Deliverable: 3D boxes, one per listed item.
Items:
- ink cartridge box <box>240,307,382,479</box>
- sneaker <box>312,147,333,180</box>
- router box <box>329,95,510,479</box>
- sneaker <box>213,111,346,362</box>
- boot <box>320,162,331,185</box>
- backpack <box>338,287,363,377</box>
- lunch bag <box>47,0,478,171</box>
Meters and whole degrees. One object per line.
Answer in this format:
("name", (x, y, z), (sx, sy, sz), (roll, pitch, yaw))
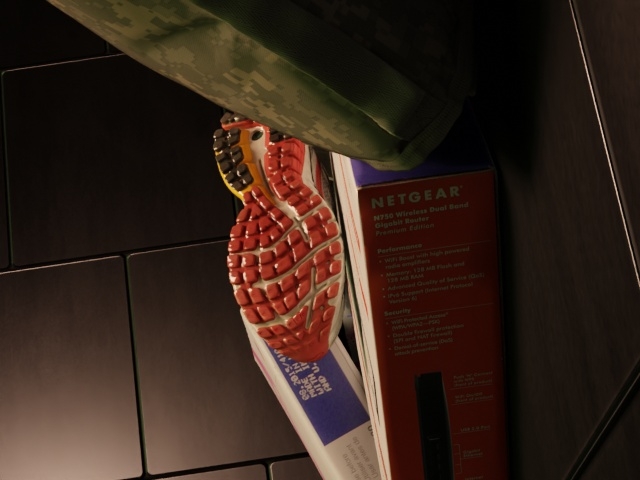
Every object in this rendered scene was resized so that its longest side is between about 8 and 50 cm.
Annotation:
("ink cartridge box", (0.040, 0.215, 1.192), (0.324, 0.071, 0.330), (58, 172, 14))
("sneaker", (0.031, -0.101, 1.199), (0.147, 0.104, 0.296), (37, 177, 36))
("router box", (0.059, -0.007, 0.947), (0.335, 0.082, 0.301), (-99, 1, -54))
("sneaker", (-0.016, -0.006, 0.998), (0.093, 0.088, 0.225), (51, -156, -49))
("boot", (0.000, 0.000, 1.125), (0.114, 0.037, 0.106), (72, -169, -65))
("backpack", (0.049, 0.061, 1.276), (0.182, 0.115, 0.152), (-112, 1, -80))
("lunch bag", (-0.050, -0.160, 0.718), (0.169, 0.235, 0.287), (-55, 24, 10))
